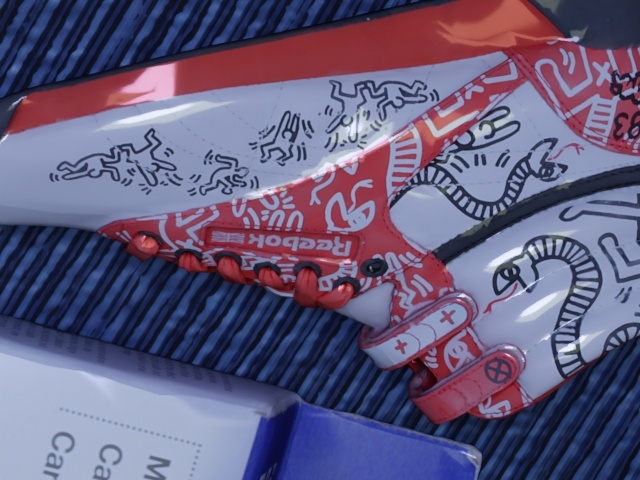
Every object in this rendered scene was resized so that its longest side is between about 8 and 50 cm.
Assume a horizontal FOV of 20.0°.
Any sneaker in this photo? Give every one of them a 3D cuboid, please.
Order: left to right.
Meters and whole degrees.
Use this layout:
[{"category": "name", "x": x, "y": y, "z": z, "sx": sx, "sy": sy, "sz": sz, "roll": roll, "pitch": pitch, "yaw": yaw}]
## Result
[{"category": "sneaker", "x": 0.001, "y": 0.000, "z": 0.620, "sx": 0.270, "sy": 0.090, "sz": 0.145, "roll": -13, "pitch": 95, "yaw": -7}]

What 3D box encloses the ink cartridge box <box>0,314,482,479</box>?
[{"category": "ink cartridge box", "x": -0.136, "y": 0.188, "z": 0.639, "sx": 0.330, "sy": 0.071, "sz": 0.324, "roll": 15, "pitch": 94, "yaw": -6}]
